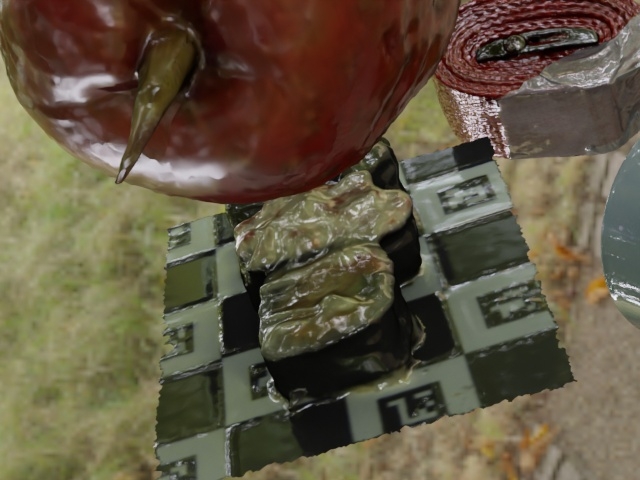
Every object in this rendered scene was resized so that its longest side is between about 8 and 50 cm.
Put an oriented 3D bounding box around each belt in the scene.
[{"bbox_3d":[0.202,-0.144,1.236,0.124,0.201,0.128,64,-152,-54],"label":"belt"}]

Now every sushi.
[{"bbox_3d":[0.000,0.000,1.027,0.373,0.296,0.100,-95,-12,-60],"label":"sushi"}]

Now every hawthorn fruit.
[{"bbox_3d":[-0.048,-0.142,0.740,0.262,0.258,0.258,15,-103,-82],"label":"hawthorn fruit"}]

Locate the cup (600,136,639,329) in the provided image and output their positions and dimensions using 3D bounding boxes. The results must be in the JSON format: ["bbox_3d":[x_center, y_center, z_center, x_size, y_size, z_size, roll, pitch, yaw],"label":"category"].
[{"bbox_3d":[0.384,0.020,1.016,0.312,0.206,0.205,26,115,55],"label":"cup"}]
